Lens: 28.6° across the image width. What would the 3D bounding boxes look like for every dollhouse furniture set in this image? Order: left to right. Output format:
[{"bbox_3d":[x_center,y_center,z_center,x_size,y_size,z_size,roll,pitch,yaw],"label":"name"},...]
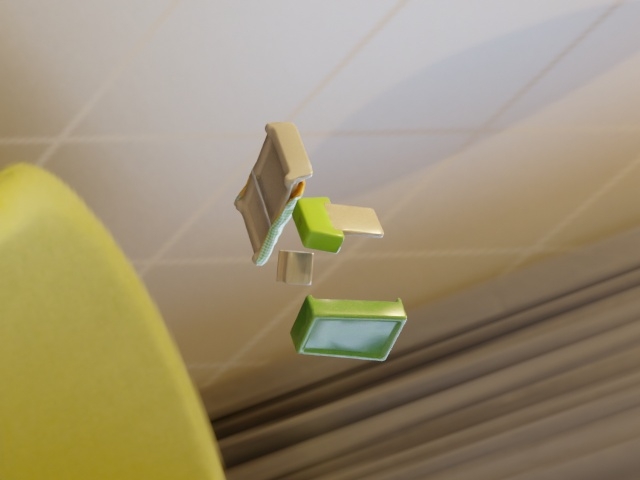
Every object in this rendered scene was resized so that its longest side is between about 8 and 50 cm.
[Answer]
[{"bbox_3d":[0.000,0.000,0.753,0.152,0.058,0.076,-111,-146,-44],"label":"dollhouse furniture set"}]
